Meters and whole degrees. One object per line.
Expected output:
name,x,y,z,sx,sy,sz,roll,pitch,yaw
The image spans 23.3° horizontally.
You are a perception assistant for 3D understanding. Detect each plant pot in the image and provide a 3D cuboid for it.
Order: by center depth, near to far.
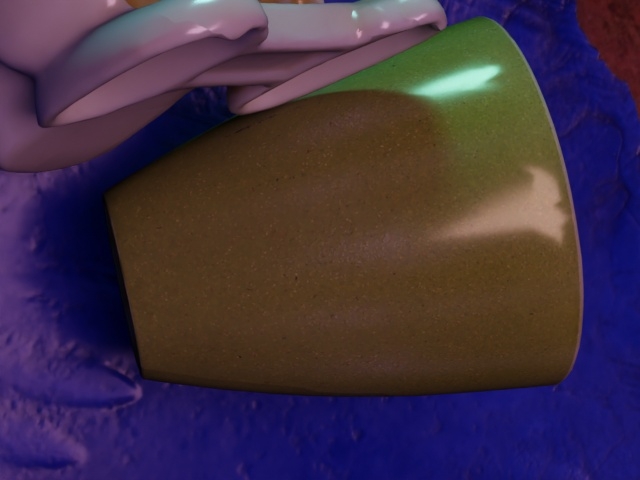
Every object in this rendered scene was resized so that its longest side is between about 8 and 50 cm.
plant pot,0.000,0.000,1.115,0.293,0.275,0.275,-11,98,-9

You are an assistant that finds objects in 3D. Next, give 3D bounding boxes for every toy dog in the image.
toy dog,-0.148,-0.272,0.998,0.284,0.395,0.408,-13,85,-46
